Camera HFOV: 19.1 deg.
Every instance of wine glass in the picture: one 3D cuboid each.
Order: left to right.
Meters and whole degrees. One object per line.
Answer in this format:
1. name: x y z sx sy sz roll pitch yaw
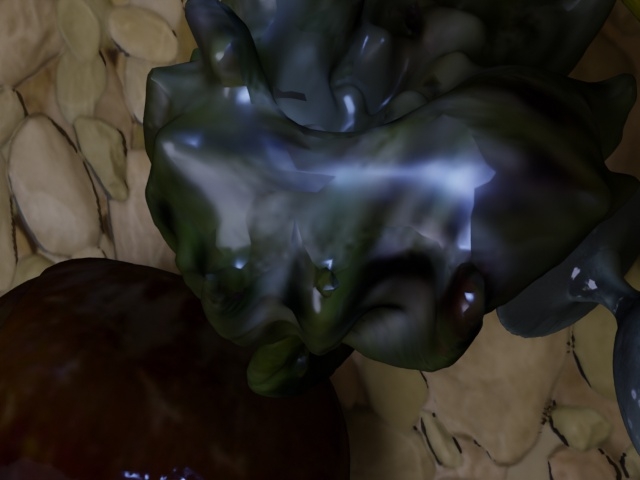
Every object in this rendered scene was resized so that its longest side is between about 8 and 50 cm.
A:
1. wine glass: 0.167 0.064 0.778 0.202 0.093 0.093 46 131 35

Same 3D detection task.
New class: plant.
1. plant: 0.029 0.019 0.778 0.180 0.251 0.333 25 138 20

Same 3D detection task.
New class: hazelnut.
1. hazelnut: -0.098 0.121 1.003 0.234 0.218 0.218 24 122 11

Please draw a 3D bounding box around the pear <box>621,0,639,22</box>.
1. pear: 0.215 -0.173 0.562 0.375 0.287 0.287 7 111 18
